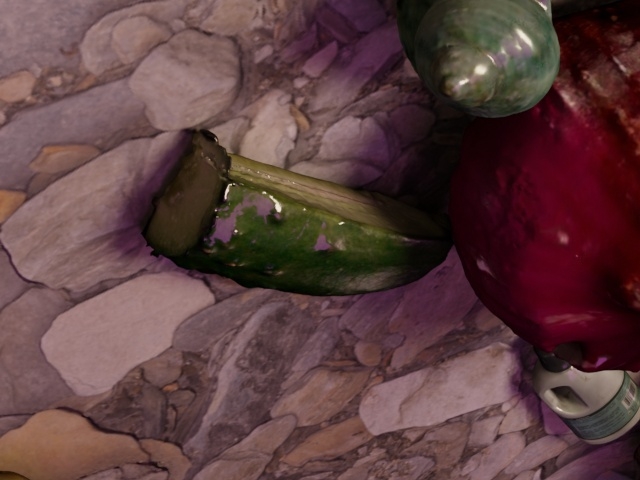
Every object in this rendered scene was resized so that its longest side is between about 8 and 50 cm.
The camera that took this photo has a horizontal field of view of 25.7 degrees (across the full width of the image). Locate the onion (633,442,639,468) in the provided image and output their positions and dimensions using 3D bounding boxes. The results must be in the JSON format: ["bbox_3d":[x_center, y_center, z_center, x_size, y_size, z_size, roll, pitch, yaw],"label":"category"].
[{"bbox_3d":[0.550,0.255,1.737,0.348,0.348,0.385,11,161,-37],"label":"onion"}]

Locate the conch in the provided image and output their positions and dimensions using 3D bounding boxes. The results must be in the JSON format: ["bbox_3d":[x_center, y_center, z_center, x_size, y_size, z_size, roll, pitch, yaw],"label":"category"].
[{"bbox_3d":[0.129,-0.186,1.113,0.122,0.188,0.176,7,149,-25],"label":"conch"}]

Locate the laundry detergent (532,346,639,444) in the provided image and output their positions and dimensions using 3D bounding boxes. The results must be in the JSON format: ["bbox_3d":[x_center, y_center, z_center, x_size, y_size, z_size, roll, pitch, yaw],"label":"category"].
[{"bbox_3d":[0.306,0.165,1.653,0.099,0.070,0.226,-31,141,13],"label":"laundry detergent"}]

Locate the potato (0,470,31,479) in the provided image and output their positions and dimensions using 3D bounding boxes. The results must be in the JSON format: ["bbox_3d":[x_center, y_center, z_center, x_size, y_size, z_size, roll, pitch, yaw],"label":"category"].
[{"bbox_3d":[-0.344,0.301,1.425,0.164,0.081,0.200,-14,141,-28],"label":"potato"}]

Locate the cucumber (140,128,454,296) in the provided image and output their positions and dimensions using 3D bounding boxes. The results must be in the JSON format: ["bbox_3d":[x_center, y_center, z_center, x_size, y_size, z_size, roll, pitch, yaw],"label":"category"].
[{"bbox_3d":[-0.001,0.003,1.294,0.325,0.105,0.145,12,125,-41],"label":"cucumber"}]

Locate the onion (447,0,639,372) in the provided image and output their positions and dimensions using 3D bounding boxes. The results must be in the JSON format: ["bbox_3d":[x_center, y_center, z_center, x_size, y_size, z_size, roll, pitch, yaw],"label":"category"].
[{"bbox_3d":[0.330,-0.011,1.220,0.398,0.420,0.398,-11,129,-13],"label":"onion"}]
